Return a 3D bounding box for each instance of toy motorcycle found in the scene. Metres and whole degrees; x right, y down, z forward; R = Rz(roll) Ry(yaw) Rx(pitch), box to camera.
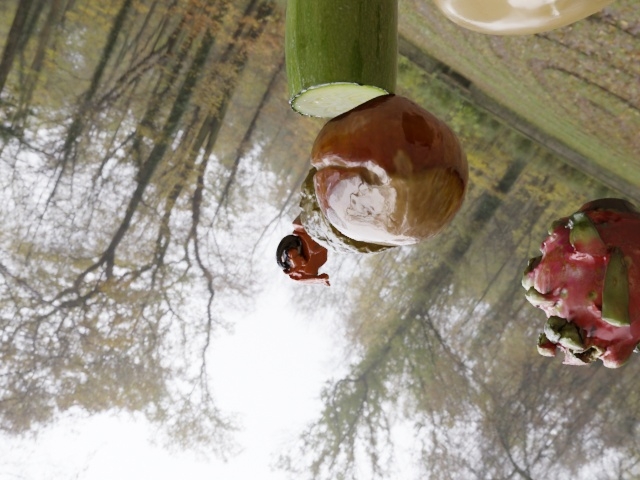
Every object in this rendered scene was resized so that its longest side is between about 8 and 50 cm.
[{"bbox_3d":[0.000,0.000,1.512,0.148,0.325,0.221,15,141,36],"label":"toy motorcycle"}]

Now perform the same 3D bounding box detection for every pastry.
[{"bbox_3d":[0.075,-0.085,1.118,0.240,0.235,0.132,0,174,-22],"label":"pastry"}]

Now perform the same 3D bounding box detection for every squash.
[{"bbox_3d":[0.034,-0.346,0.894,0.190,0.260,0.189,-3,176,0],"label":"squash"}]

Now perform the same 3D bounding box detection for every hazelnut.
[{"bbox_3d":[0.078,-0.080,0.608,0.182,0.182,0.182,28,-163,-9],"label":"hazelnut"}]

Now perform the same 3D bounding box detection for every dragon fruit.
[{"bbox_3d":[0.311,0.052,0.618,0.167,0.160,0.171,37,-129,-28],"label":"dragon fruit"}]

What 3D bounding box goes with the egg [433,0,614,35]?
[{"bbox_3d":[0.209,-0.297,0.500,0.201,0.244,0.201,38,-146,-32],"label":"egg"}]
